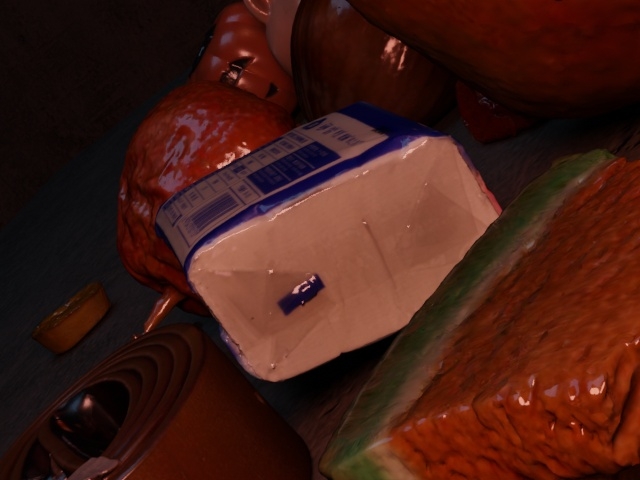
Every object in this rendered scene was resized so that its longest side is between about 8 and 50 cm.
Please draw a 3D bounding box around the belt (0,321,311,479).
[{"bbox_3d":[-0.127,0.164,1.121,0.217,0.122,0.339,-42,12,-7],"label":"belt"}]

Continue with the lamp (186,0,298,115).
[{"bbox_3d":[-0.085,-0.219,2.239,0.187,0.164,0.187,-157,90,-78],"label":"lamp"}]

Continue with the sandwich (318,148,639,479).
[{"bbox_3d":[0.118,0.057,0.759,0.292,0.109,0.212,-44,12,-13],"label":"sandwich"}]

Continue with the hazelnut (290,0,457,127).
[{"bbox_3d":[0.064,-0.185,1.650,0.181,0.181,0.212,-21,17,-25],"label":"hazelnut"}]

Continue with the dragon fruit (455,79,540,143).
[{"bbox_3d":[0.157,-0.126,1.377,0.097,0.063,0.131,-42,12,0],"label":"dragon fruit"}]

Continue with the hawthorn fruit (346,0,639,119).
[{"bbox_3d":[0.163,-0.263,1.159,0.403,0.403,0.403,-40,12,10],"label":"hawthorn fruit"}]

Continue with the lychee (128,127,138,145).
[{"bbox_3d":[-0.098,-0.049,1.643,0.194,0.194,0.194,-40,12,10],"label":"lychee"}]

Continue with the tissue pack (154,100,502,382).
[{"bbox_3d":[0.000,0.000,1.225,0.209,0.137,0.270,-26,12,-7],"label":"tissue pack"}]

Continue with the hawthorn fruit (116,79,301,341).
[{"bbox_3d":[-0.089,-0.005,1.437,0.243,0.207,0.207,-59,17,-16],"label":"hawthorn fruit"}]

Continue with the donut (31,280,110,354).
[{"bbox_3d":[-0.302,0.098,2.071,0.108,0.043,0.097,-39,12,10],"label":"donut"}]

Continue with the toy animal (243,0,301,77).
[{"bbox_3d":[0.048,-0.286,2.057,0.248,0.165,0.149,-27,31,10],"label":"toy animal"}]
